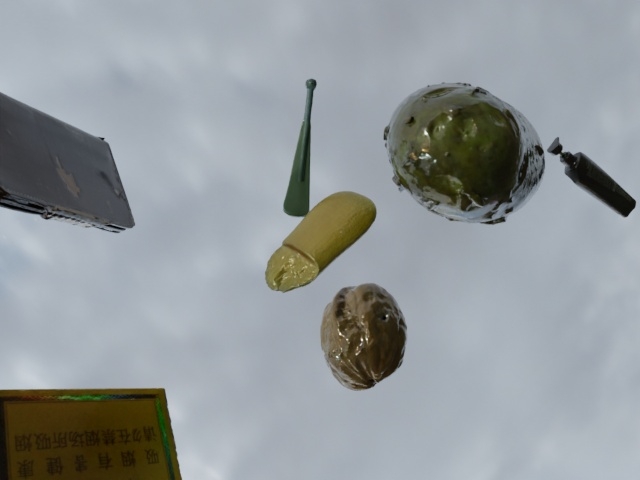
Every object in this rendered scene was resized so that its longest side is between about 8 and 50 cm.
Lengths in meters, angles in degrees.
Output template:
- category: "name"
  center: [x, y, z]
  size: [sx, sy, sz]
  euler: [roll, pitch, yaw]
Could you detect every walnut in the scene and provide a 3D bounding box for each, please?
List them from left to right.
- category: "walnut"
  center: [0.096, 0.206, 1.433]
  size: [0.198, 0.244, 0.198]
  euler: [-4, -38, -3]

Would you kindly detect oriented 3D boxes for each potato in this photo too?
- category: "potato"
  center: [0.166, -0.099, 0.740]
  size: [0.141, 0.176, 0.298]
  euler: [-46, -12, 21]

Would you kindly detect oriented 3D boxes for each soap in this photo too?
- category: "soap"
  center: [0.000, 0.000, 0.817]
  size: [0.168, 0.089, 0.033]
  euler: [-48, -44, -20]

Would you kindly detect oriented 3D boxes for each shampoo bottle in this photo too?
- category: "shampoo bottle"
  center: [0.347, -0.080, 0.836]
  size: [0.137, 0.027, 0.048]
  euler: [35, -124, -13]

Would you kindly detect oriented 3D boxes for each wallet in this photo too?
- category: "wallet"
  center: [-0.199, -0.055, 0.481]
  size: [0.026, 0.176, 0.095]
  euler: [-25, -100, 8]

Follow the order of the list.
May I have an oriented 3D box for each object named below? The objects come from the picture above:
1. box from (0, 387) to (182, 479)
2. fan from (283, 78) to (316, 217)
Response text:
- category: "box"
  center: [-0.219, 0.292, 0.604]
  size: [0.193, 0.301, 0.084]
  euler: [11, -41, -43]
- category: "fan"
  center: [-0.024, -0.128, 0.899]
  size: [0.038, 0.016, 0.193]
  euler: [6, -91, -8]
